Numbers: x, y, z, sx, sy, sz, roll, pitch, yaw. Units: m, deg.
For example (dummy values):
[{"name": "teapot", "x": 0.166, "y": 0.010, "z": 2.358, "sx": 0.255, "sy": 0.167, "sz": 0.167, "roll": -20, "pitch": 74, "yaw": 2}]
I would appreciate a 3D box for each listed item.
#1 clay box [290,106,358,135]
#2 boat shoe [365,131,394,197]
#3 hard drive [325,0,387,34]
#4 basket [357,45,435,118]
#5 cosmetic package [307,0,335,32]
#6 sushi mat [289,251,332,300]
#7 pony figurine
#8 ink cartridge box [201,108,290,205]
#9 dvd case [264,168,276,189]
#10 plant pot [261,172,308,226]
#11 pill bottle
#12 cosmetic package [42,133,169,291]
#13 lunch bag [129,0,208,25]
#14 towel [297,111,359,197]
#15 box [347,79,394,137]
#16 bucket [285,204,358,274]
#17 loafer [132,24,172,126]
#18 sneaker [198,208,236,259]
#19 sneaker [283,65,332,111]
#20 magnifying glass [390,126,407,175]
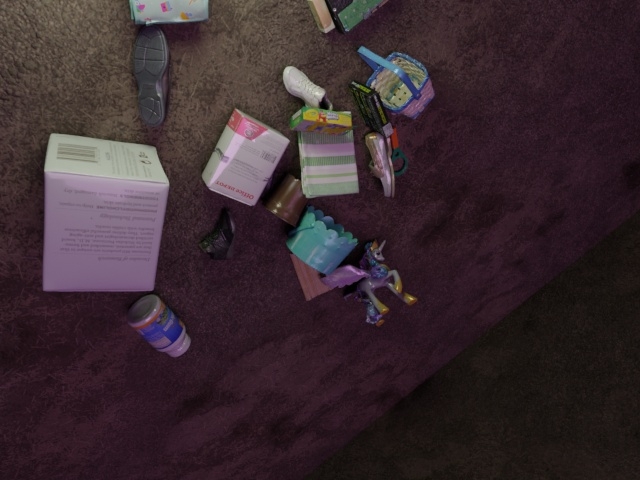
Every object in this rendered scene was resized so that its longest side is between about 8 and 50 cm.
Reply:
[{"name": "clay box", "x": 0.014, "y": -0.434, "z": 1.708, "sx": 0.221, "sy": 0.127, "sz": 0.053, "roll": 0, "pitch": 86, "yaw": -26}, {"name": "boat shoe", "x": 0.257, "y": -0.323, "z": 1.987, "sx": 0.103, "sy": 0.113, "sz": 0.303, "roll": -9, "pitch": 116, "yaw": 6}, {"name": "hard drive", "x": 0.086, "y": -0.906, "z": 1.545, "sx": 0.236, "sy": 0.064, "sz": 0.339, "roll": -39, "pitch": 129, "yaw": 0}, {"name": "basket", "x": 0.282, "y": -0.593, "z": 1.727, "sx": 0.201, "sy": 0.255, "sz": 0.289, "roll": -47, "pitch": 140, "yaw": 9}, {"name": "cosmetic package", "x": 0.001, "y": -0.776, "z": 1.587, "sx": 0.041, "sy": 0.060, "sz": 0.115, "roll": -34, "pitch": 128, "yaw": -4}, {"name": "sushi mat", "x": -0.037, "y": 0.148, "z": 2.188, "sx": 0.151, "sy": 0.019, "sz": 0.317, "roll": -26, "pitch": 128, "yaw": -12}, {"name": "pony figurine", "x": 0.228, "y": 0.206, "z": 2.187, "sx": 0.351, "sy": 0.364, "sz": 0.302, "roll": -36, "pitch": 145, "yaw": 14}, {"name": "ink cartridge box", "x": -0.276, "y": -0.298, "z": 1.688, "sx": 0.207, "sy": 0.117, "sz": 0.283, "roll": 21, "pitch": 107, "yaw": -35}, {"name": "dvd case", "x": -0.276, "y": -0.281, "z": 1.787, "sx": 0.221, "sy": 0.018, "sz": 0.165, "roll": 2, "pitch": 118, "yaw": -29}, {"name": "plant pot", "x": -0.122, "y": -0.169, "z": 1.856, "sx": 0.167, "sy": 0.167, "sz": 0.165, "roll": 30, "pitch": 96, "yaw": -38}, {"name": "pill bottle", "x": -0.655, "y": 0.361, "z": 1.917, "sx": 0.152, "sy": 0.152, "sz": 0.272, "roll": -33, "pitch": 130, "yaw": -5}, {"name": "cosmetic package", "x": -0.698, "y": -0.088, "z": 1.492, "sx": 0.327, "sy": 0.329, "sz": 0.394, "roll": 2, "pitch": 120, "yaw": -29}, {"name": "lunch bag", "x": -0.439, "y": -0.753, "z": 1.311, "sx": 0.223, "sy": 0.160, "sz": 0.263, "roll": -12, "pitch": 119, "yaw": -21}, {"name": "towel", "x": 0.030, "y": -0.337, "z": 1.811, "sx": 0.247, "sy": 0.038, "sz": 0.325, "roll": -9, "pitch": 95, "yaw": -24}, {"name": "box", "x": 0.193, "y": -0.504, "z": 1.781, "sx": 0.045, "sy": 0.184, "sz": 0.191, "roll": -33, "pitch": 129, "yaw": -2}, {"name": "bucket", "x": 0.000, "y": 0.000, "z": 1.955, "sx": 0.281, "sy": 0.281, "sz": 0.183, "roll": 29, "pitch": 103, "yaw": -37}, {"name": "loafer", "x": -0.525, "y": -0.521, "z": 1.475, "sx": 0.108, "sy": 0.095, "sz": 0.303, "roll": 10, "pitch": 114, "yaw": 2}, {"name": "sneaker", "x": -0.408, "y": -0.016, "z": 1.845, "sx": 0.130, "sy": 0.087, "sz": 0.228, "roll": -7, "pitch": 128, "yaw": -31}, {"name": "sneaker", "x": -0.033, "y": -0.540, "z": 1.670, "sx": 0.232, "sy": 0.115, "sz": 0.090, "roll": 38, "pitch": 75, "yaw": -35}, {"name": "magnifying glass", "x": 0.330, "y": -0.388, "z": 2.033, "sx": 0.092, "sy": 0.026, "sz": 0.231, "roll": -25, "pitch": 130, "yaw": -11}]
